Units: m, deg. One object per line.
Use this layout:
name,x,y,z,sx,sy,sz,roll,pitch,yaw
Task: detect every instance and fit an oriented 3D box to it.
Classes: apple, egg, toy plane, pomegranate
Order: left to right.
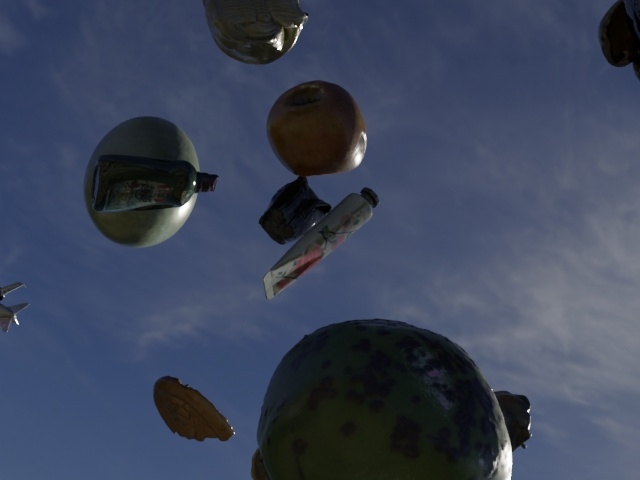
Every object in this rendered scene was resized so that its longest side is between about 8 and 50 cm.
toy plane,-0.701,0.137,1.644,0.171,0.162,0.065,20,-37,13
egg,-0.405,-0.135,1.791,0.259,0.352,0.258,3,-41,2
apple,-0.002,-0.237,1.744,0.237,0.237,0.207,3,-47,32
pomegranate,0.073,0.191,0.742,0.271,0.254,0.254,-3,-38,-12

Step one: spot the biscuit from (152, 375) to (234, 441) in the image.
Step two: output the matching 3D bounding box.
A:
biscuit,-0.254,0.315,1.463,0.224,0.033,0.144,-8,-63,50

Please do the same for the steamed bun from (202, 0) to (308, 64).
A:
steamed bun,-0.141,-0.451,1.637,0.211,0.218,0.144,-8,-36,-23

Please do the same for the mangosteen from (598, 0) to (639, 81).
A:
mangosteen,0.496,-0.299,0.954,0.288,0.288,0.288,19,-39,16

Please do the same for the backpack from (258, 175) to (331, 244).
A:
backpack,-0.067,-0.061,1.777,0.120,0.165,0.106,52,-43,-2

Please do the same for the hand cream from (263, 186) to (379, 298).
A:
hand cream,0.000,0.000,1.198,0.050,0.234,0.080,39,-24,23

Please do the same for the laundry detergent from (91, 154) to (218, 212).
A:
laundry detergent,-0.297,-0.100,1.427,0.222,0.078,0.144,-1,-32,-25

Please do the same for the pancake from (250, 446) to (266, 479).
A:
pancake,-0.073,0.484,1.677,0.158,0.158,0.028,21,-8,14
